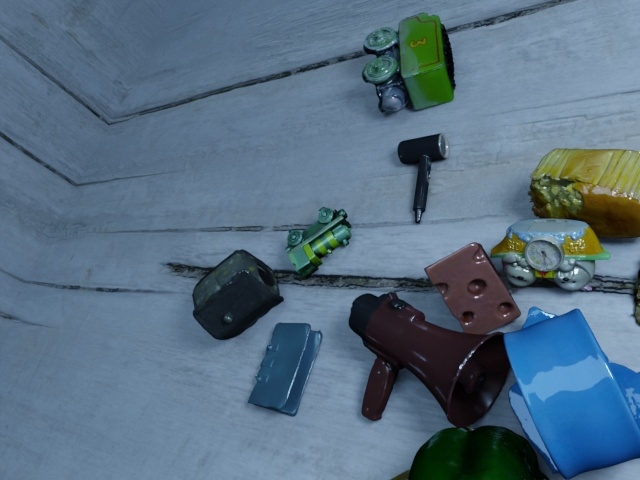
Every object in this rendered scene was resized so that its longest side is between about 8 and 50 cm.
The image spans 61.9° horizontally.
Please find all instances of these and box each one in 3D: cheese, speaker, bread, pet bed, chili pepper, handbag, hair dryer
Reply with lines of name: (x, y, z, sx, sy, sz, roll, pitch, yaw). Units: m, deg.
cheese: (0.307, 0.075, 1.143, 0.128, 0.203, 0.177, -33, 18, 16)
speaker: (0.204, 0.256, 1.107, 0.198, 0.259, 0.329, -23, 26, -34)
bread: (0.541, -0.090, 1.055, 0.250, 0.179, 0.133, 20, 72, 40)
pet bed: (-0.221, 0.156, 1.440, 0.211, 0.183, 0.159, -38, 44, 10)
chili pepper: (0.247, 0.430, 0.855, 0.248, 0.256, 0.233, -30, 77, 18)
handbag: (-0.091, 0.312, 1.333, 0.144, 0.057, 0.221, 0, 61, 40)
hair dryer: (0.254, -0.161, 1.402, 0.128, 0.070, 0.255, -2, 65, 36)

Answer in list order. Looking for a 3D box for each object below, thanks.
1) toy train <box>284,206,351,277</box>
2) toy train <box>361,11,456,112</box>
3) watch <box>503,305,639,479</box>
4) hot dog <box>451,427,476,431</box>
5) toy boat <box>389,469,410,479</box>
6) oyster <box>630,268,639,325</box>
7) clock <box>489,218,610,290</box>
toy train: (0.000, 0.000, 1.466, 0.200, 0.083, 0.132, -36, 57, 11)
toy train: (0.261, -0.520, 1.567, 0.248, 0.173, 0.307, -12, 54, 22)
watch: (0.409, 0.216, 0.880, 0.241, 0.274, 0.305, -28, 53, 18)
hot dog: (0.291, 0.380, 1.023, 0.090, 0.034, 0.030, -3, 47, 12)
toy boat: (0.135, 0.514, 1.029, 0.200, 0.057, 0.077, -36, 53, 11)
oyster: (0.628, 0.085, 0.969, 0.105, 0.056, 0.177, 3, 67, 46)
clock: (0.454, 0.033, 1.074, 0.231, 0.144, 0.103, 4, 27, 39)
